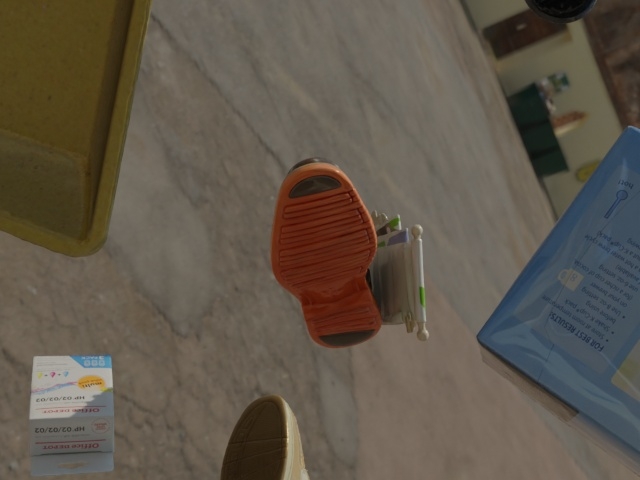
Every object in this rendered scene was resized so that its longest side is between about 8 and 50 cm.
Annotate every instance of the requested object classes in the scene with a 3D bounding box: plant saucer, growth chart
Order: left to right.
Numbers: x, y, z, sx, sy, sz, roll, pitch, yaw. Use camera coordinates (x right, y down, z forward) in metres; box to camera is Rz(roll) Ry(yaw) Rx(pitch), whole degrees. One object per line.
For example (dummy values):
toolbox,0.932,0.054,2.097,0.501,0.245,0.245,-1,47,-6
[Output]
plant saucer,-0.242,-0.196,0.595,0.081,0.333,0.332,-50,158,-67
growth chart,0.088,0.043,1.302,0.237,0.021,0.171,178,-88,-70

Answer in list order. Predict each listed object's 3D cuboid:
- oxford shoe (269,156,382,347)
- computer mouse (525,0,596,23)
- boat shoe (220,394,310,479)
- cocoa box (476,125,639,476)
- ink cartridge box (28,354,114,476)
oxford shoe,0.000,0.000,1.199,0.363,0.130,0.132,81,-2,-55
computer mouse,0.337,-0.461,1.434,0.072,0.189,0.272,-66,132,-77
boat shoe,-0.033,0.198,0.686,0.059,0.063,0.170,40,41,-44
cocoa box,0.340,0.107,0.822,0.347,0.231,0.228,35,-3,17
ink cartridge box,-0.318,0.220,1.213,0.181,0.104,0.061,-118,-149,-60
